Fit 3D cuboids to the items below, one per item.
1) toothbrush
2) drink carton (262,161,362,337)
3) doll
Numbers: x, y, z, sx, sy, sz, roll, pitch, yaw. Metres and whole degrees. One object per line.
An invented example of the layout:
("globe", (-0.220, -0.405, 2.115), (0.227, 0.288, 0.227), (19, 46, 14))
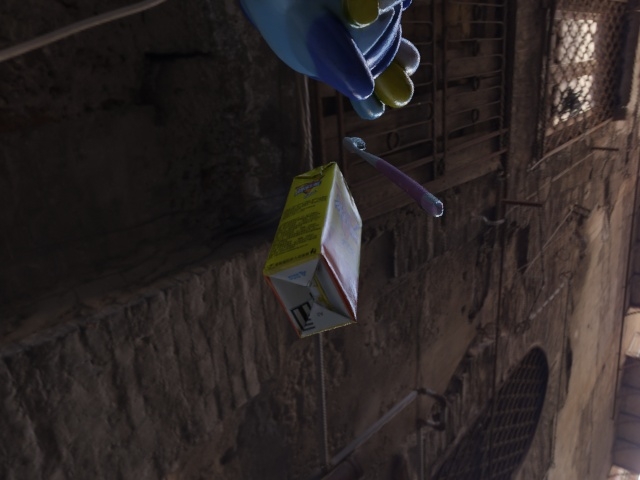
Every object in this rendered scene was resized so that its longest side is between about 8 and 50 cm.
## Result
("toothbrush", (0.089, -0.095, 0.714), (0.286, 0.025, 0.020), (-126, -150, -58))
("drink carton", (0.000, 0.000, 0.999), (0.111, 0.351, 0.154), (-18, -62, 17))
("doll", (0.043, -0.279, 0.510), (0.187, 0.376, 0.365), (-106, -147, -49))
